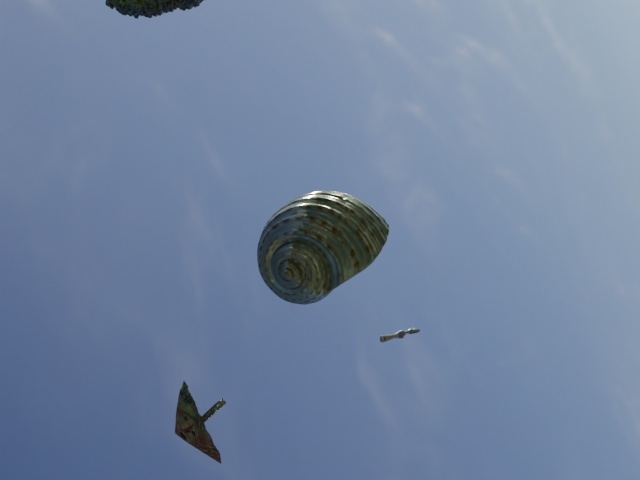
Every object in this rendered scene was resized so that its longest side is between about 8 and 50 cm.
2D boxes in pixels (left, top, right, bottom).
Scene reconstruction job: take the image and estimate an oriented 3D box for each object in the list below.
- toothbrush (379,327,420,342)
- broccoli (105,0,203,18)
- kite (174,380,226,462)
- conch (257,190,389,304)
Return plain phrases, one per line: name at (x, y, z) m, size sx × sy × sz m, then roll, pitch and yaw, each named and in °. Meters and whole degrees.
toothbrush at (0.103, 0.124, 1.424) m, size 0.131 × 0.013 × 0.011 m, roll -2°, pitch -97°, yaw -65°
broccoli at (-0.164, -0.365, 1.287) m, size 0.198 × 0.226 × 0.176 m, roll -61°, pitch -40°, yaw -65°
kite at (-0.177, 0.273, 1.637) m, size 0.152 × 0.005 × 0.137 m, roll -12°, pitch -104°, yaw -62°
conch at (-0.008, -0.006, 1.519) m, size 0.131 × 0.172 × 0.200 m, roll 43°, pitch -147°, yaw -20°
